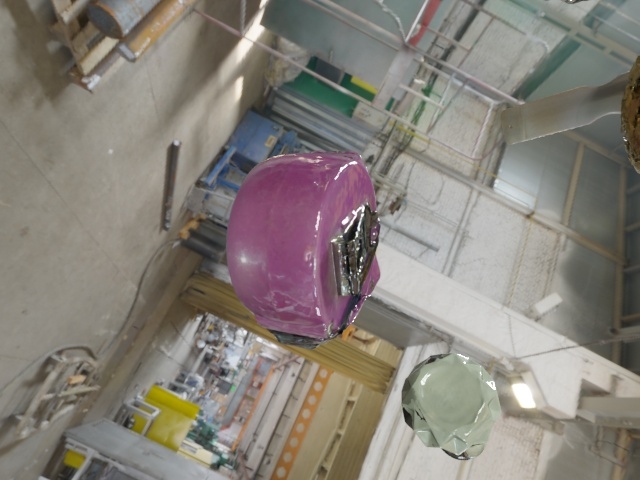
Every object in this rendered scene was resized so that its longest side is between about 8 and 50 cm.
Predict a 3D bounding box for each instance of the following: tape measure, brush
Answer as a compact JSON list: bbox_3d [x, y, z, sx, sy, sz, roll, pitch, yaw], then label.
[{"bbox_3d":[0.000,0.000,0.553,0.245,0.150,0.231,-51,142,-50],"label":"tape measure"},{"bbox_3d":[0.428,-0.209,0.625,0.321,0.060,0.050,-10,-176,36],"label":"brush"}]

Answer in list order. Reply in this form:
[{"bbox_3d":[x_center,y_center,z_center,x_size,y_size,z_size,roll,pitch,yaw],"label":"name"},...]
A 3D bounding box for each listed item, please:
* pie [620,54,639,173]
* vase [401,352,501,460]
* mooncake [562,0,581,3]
[{"bbox_3d":[0.453,-0.173,0.460,0.274,0.055,0.273,-170,-90,-68],"label":"pie"},{"bbox_3d":[0.256,0.337,0.833,0.165,0.165,0.360,-64,150,-23],"label":"vase"},{"bbox_3d":[0.250,-0.303,0.269,0.324,0.325,0.186,168,-89,-87],"label":"mooncake"}]
